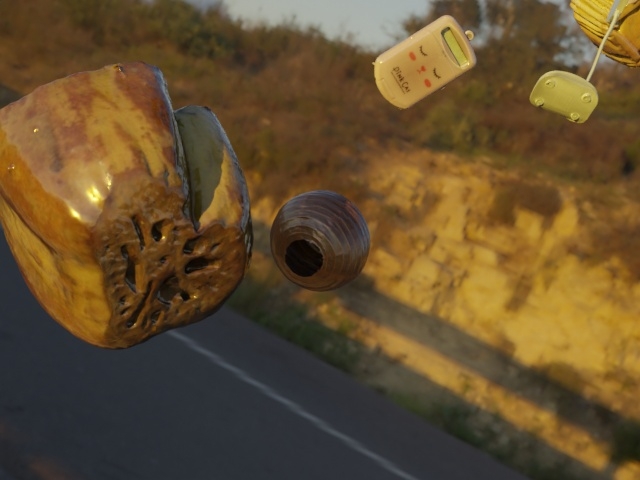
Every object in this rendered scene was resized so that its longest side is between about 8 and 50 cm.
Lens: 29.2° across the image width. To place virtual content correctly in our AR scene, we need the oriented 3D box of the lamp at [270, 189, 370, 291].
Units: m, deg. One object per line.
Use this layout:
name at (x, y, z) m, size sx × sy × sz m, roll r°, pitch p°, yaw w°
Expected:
lamp at (0.000, 0.000, 1.629) m, size 0.136 × 0.136 × 0.136 m, roll 24°, pitch 3°, yaw -1°

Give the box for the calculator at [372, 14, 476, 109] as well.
calculator at (0.169, -0.284, 1.960) m, size 0.100 × 0.175 × 0.032 m, roll 57°, pitch 4°, yaw -20°

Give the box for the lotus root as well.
lotus root at (-0.196, -0.038, 1.348) m, size 0.316 × 0.316 × 0.250 m, roll 22°, pitch 23°, yaw -44°

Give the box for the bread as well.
bread at (0.490, -0.367, 1.693) m, size 0.152 × 0.288 × 0.119 m, roll 37°, pitch 17°, yaw -38°

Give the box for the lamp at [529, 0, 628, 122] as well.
lamp at (0.250, -0.188, 1.141) m, size 0.056 × 0.198 × 0.050 m, roll 26°, pitch -39°, yaw 4°
